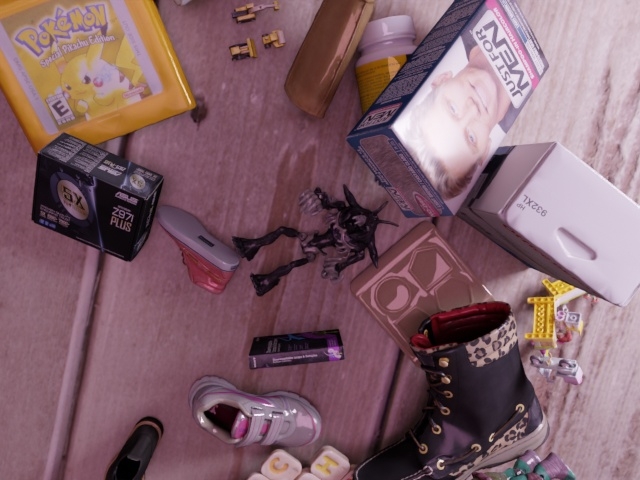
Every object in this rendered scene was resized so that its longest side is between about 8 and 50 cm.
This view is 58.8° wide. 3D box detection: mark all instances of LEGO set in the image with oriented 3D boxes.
[{"bbox_3d":[0.456,0.139,1.025,0.287,0.132,0.107,-48,130,-25],"label":"LEGO set"}]

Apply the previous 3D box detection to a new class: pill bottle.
[{"bbox_3d":[0.122,-0.254,0.948,0.119,0.119,0.209,-11,98,-1],"label":"pill bottle"}]

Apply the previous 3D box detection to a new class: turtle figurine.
[{"bbox_3d":[0.285,0.426,0.911,0.234,0.175,0.118,-30,99,-16],"label":"turtle figurine"}]

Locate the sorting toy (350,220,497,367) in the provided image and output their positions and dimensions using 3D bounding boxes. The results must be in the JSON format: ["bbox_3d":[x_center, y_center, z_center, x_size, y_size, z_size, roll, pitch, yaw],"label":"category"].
[{"bbox_3d":[0.188,0.099,1.042,0.193,0.038,0.208,-41,93,3],"label":"sorting toy"}]

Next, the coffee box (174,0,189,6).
[{"bbox_3d":[-0.184,-0.608,0.757,0.337,0.338,0.334,-32,86,2],"label":"coffee box"}]

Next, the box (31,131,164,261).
[{"bbox_3d":[-0.369,-0.069,0.939,0.180,0.077,0.147,24,126,-6],"label":"box"}]

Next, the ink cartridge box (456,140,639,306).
[{"bbox_3d":[0.346,-0.038,0.891,0.223,0.307,0.129,35,95,-7],"label":"ink cartridge box"}]

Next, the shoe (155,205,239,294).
[{"bbox_3d":[-0.226,0.018,0.994,0.178,0.063,0.081,36,121,11],"label":"shoe"}]

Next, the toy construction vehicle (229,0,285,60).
[{"bbox_3d":[-0.113,-0.358,0.966,0.098,0.035,0.086,-10,98,-1],"label":"toy construction vehicle"}]

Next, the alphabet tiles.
[{"bbox_3d":[-0.034,0.517,1.060,0.278,0.021,0.284,41,94,-19],"label":"alphabet tiles"}]

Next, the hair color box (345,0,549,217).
[{"bbox_3d":[0.207,-0.216,0.872,0.174,0.105,0.347,48,65,-25],"label":"hair color box"}]

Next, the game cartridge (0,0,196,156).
[{"bbox_3d":[-0.395,-0.319,0.914,0.285,0.053,0.324,-21,113,0],"label":"game cartridge"}]

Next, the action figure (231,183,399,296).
[{"bbox_3d":[0.000,0.000,0.967,0.275,0.141,0.164,-23,86,2],"label":"action figure"}]

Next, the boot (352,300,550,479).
[{"bbox_3d":[0.203,0.286,0.981,0.377,0.138,0.284,-20,112,-4],"label":"boot"}]

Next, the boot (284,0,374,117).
[{"bbox_3d":[0.013,-0.369,0.924,0.089,0.236,0.269,17,120,-23],"label":"boot"}]

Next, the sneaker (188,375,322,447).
[{"bbox_3d":[-0.120,0.325,1.014,0.252,0.111,0.103,12,97,-4],"label":"sneaker"}]

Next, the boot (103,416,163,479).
[{"bbox_3d":[-0.354,0.427,1.004,0.077,0.137,0.198,21,96,-5],"label":"boot"}]

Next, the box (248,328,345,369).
[{"bbox_3d":[-0.042,0.189,0.999,0.162,0.116,0.029,-7,96,-2],"label":"box"}]
